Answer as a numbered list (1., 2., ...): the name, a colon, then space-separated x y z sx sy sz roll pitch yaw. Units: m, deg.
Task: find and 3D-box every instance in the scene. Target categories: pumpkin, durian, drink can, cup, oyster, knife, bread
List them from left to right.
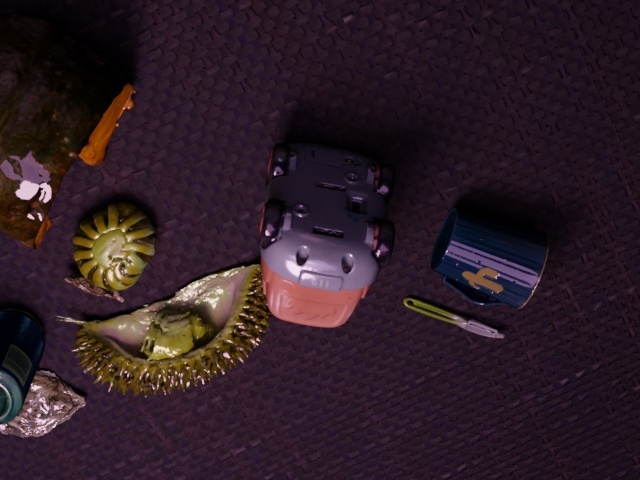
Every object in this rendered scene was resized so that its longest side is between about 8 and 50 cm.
1. drink can: -0.512 0.199 1.805 0.118 0.205 0.118 0 116 0
2. oyster: -0.499 0.273 1.923 0.177 0.064 0.125 30 96 -4
3. pumpkin: -0.417 -0.164 1.611 0.225 0.303 0.256 24 139 -5
4. oyster: -0.364 0.069 1.827 0.083 0.080 0.038 24 92 -51
5. bread: -0.326 0.010 1.790 0.139 0.071 0.130 -39 96 7
6. durian: -0.240 0.164 1.873 0.355 0.157 0.169 -16 78 5
7. knife: 0.224 0.131 1.900 0.184 0.026 0.022 21 73 -9
8. cup: 0.260 0.035 1.812 0.155 0.131 0.176 21 137 -6

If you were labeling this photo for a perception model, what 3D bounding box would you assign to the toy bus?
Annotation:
1. toy bus: 0.000 0.000 1.707 0.194 0.288 0.232 8 130 -5
